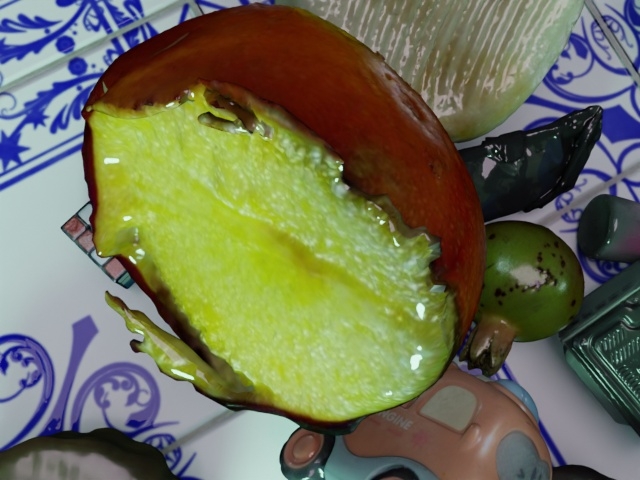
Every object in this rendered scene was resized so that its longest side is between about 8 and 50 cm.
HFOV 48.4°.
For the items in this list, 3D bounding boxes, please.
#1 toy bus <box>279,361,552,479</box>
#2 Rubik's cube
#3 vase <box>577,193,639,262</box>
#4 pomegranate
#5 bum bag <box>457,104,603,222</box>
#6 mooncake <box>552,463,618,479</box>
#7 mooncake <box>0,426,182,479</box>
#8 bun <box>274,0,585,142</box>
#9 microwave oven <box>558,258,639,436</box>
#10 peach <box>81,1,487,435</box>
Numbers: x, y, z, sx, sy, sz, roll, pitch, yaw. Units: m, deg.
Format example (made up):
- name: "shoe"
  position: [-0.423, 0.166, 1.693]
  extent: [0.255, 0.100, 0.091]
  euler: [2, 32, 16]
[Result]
- name: "toy bus"
  position: [0.119, 0.239, 0.768]
  extent: [0.232, 0.287, 0.194]
  euler: [-48, 121, -21]
- name: "Rubik's cube"
  position: [-0.237, -0.008, 0.855]
  extent: [0.092, 0.092, 0.092]
  euler: [44, 79, 1]
- name: "vase"
  position: [0.456, 0.001, 0.939]
  extent: [0.214, 0.086, 0.086]
  euler: [11, 80, -9]
- name: "pomegranate"
  position: [0.230, 0.068, 0.863]
  extent: [0.159, 0.159, 0.205]
  euler: [31, 68, -1]
- name: "bum bag"
  position: [0.224, -0.079, 0.908]
  extent: [0.309, 0.137, 0.074]
  euler: [-17, 42, -7]
- name: "mooncake"
  position: [0.274, 0.395, 0.801]
  extent: [0.282, 0.141, 0.283]
  euler: [-6, 69, 15]
- name: "mooncake"
  position: [-0.263, 0.345, 0.763]
  extent: [0.290, 0.161, 0.291]
  euler: [1, 79, -6]
- name: "bun"
  position: [0.119, -0.296, 0.875]
  extent: [0.364, 0.219, 0.366]
  euler: [-1, 102, -6]
- name: "microwave oven"
  position: [0.407, 0.148, 0.861]
  extent: [0.162, 0.122, 0.208]
  euler: [-40, 87, 18]
- name: "peach"
  position: [-0.026, -0.028, 0.665]
  extent: [0.352, 0.339, 0.417]
  euler: [-9, 48, -21]
